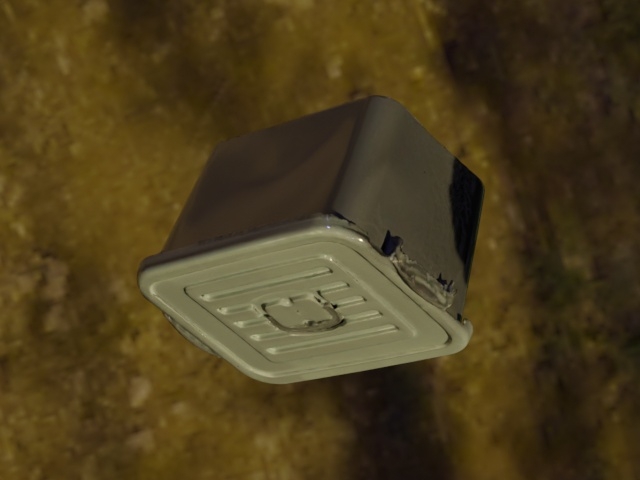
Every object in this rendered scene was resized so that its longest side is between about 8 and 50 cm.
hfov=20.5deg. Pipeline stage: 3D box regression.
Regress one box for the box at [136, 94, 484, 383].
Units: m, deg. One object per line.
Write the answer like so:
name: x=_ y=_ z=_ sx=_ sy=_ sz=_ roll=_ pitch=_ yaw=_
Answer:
box: x=0.000 y=0.000 z=0.658 sx=0.084 sy=0.122 sz=0.069 roll=41 pitch=53 yaw=-34
